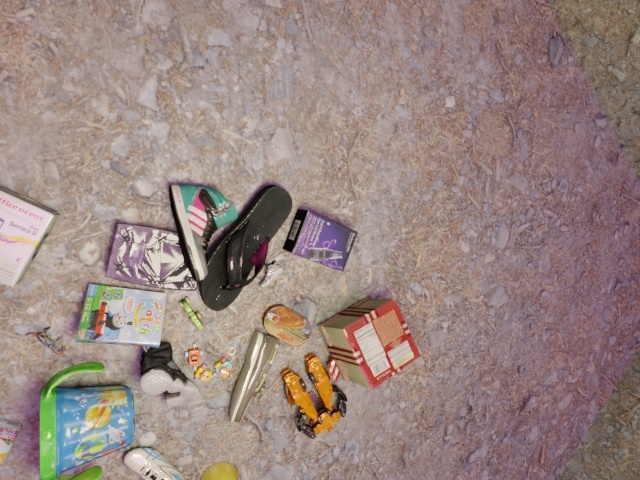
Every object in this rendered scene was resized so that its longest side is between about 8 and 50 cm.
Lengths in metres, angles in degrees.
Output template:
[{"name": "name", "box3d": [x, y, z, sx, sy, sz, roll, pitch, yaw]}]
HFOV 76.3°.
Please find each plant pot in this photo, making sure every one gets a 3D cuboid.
[{"name": "plant pot", "box3d": [-0.332, 0.836, 1.366, 0.134, 0.095, 0.135, -4, 99, -24]}]

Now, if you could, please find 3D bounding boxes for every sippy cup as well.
[{"name": "sippy cup", "box3d": [-0.642, 0.505, 1.126, 0.223, 0.240, 0.306, -1, 137, -34]}]

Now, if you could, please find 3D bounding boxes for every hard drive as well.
[{"name": "hard drive", "box3d": [-0.483, 0.052, 1.213, 0.254, 0.054, 0.172, 13, 92, -26]}]

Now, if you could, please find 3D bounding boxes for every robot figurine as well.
[{"name": "robot figurine", "box3d": [-0.022, 0.565, 1.474, 0.211, 0.085, 0.291, -27, 107, -18]}]

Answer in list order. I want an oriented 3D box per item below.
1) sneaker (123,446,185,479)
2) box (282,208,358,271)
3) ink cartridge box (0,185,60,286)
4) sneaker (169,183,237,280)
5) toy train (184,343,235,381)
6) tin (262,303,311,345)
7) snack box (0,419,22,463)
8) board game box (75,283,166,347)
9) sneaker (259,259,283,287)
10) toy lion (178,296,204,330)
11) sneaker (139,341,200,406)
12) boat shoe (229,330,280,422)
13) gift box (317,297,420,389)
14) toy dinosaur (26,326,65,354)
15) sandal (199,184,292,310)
[{"name": "sneaker", "box3d": [-0.513, 0.733, 1.278, 0.085, 0.086, 0.237, -46, 111, -10]}, {"name": "box", "box3d": [0.000, 0.000, 1.392, 0.206, 0.108, 0.153, 20, 88, -25]}, {"name": "ink cartridge box", "box3d": [-0.803, -0.012, 1.042, 0.154, 0.093, 0.213, 30, 83, -24]}, {"name": "sneaker", "box3d": [-0.327, -0.037, 1.205, 0.178, 0.124, 0.296, -12, 76, -26]}, {"name": "toy train", "box3d": [-0.356, 0.399, 1.323, 0.166, 0.046, 0.125, 4, 96, -24]}, {"name": "tin", "box3d": [-0.117, 0.296, 1.421, 0.189, 0.040, 0.106, 36, 78, -24]}, {"name": "snack box", "box3d": [-0.909, 0.533, 1.099, 0.141, 0.037, 0.100, 28, 87, -25]}, {"name": "board game box", "box3d": [-0.562, 0.217, 1.166, 0.211, 0.039, 0.160, 12, 57, -26]}, {"name": "sneaker", "box3d": [-0.180, 0.105, 1.368, 0.098, 0.038, 0.069, -43, 110, -23]}, {"name": "toy lion", "box3d": [-0.393, 0.229, 1.255, 0.034, 0.096, 0.100, -35, 109, -16]}, {"name": "sneaker", "box3d": [-0.459, 0.404, 1.248, 0.101, 0.153, 0.269, -26, 143, -2]}, {"name": "boat shoe", "box3d": [-0.222, 0.461, 1.357, 0.091, 0.109, 0.305, 21, 85, -20]}, {"name": "gift box", "box3d": [0.157, 0.370, 1.428, 0.254, 0.258, 0.277, -20, 91, -22]}, {"name": "toy dinosaur", "box3d": [-0.757, 0.285, 1.144, 0.090, 0.047, 0.082, -4, 111, 10]}, {"name": "sandal", "box3d": [-0.226, 0.024, 1.274, 0.167, 0.107, 0.446, 37, 81, -43]}]
